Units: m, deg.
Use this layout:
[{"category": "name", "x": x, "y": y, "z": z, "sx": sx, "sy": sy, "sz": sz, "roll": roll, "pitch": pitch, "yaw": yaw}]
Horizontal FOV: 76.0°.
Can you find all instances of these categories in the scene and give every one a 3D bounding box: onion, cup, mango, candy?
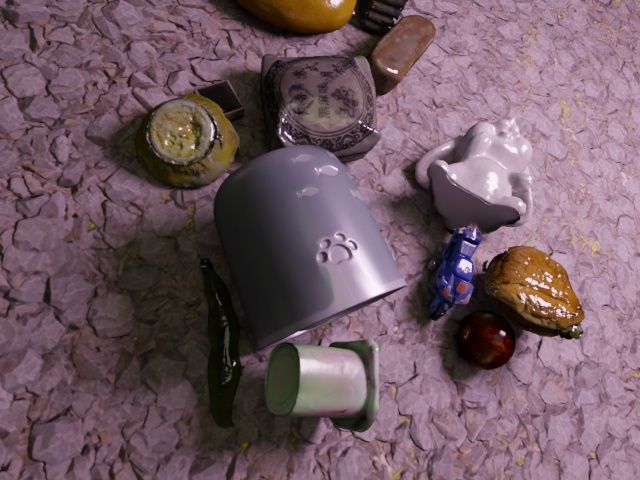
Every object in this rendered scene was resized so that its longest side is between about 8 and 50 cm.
[{"category": "onion", "x": 0.328, "y": 0.195, "z": 0.810, "sx": 0.118, "sy": 0.118, "sz": 0.117, "roll": 9, "pitch": 74, "yaw": -13}, {"category": "cup", "x": 0.000, "y": 0.000, "z": 0.727, "sx": 0.356, "sy": 0.259, "sz": 0.274, "roll": -10, "pitch": 72, "yaw": -51}, {"category": "mango", "x": -0.077, "y": -0.582, "z": 0.952, "sx": 0.331, "sy": 0.142, "sz": 0.195, "roll": 9, "pitch": 65, "yaw": -5}, {"category": "candy", "x": 0.183, "y": -0.450, "z": 0.994, "sx": 0.102, "sy": 0.104, "sz": 0.234, "roll": 38, "pitch": 66, "yaw": -6}]

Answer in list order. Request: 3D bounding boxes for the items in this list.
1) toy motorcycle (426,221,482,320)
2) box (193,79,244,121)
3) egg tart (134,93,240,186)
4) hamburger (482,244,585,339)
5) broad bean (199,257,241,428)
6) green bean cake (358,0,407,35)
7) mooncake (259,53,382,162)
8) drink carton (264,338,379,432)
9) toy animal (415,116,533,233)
[{"category": "toy motorcycle", "x": 0.272, "y": 0.064, "z": 0.833, "sx": 0.076, "sy": 0.114, "sz": 0.205, "roll": 25, "pitch": 67, "yaw": -5}, {"category": "box", "x": -0.210, "y": -0.288, "z": 0.861, "sx": 0.083, "sy": 0.035, "sz": 0.079, "roll": -28, "pitch": 81, "yaw": -22}, {"category": "egg tart", "x": -0.256, "y": -0.191, "z": 0.778, "sx": 0.197, "sy": 0.078, "sz": 0.197, "roll": 0, "pitch": 87, "yaw": -8}, {"category": "hamburger", "x": 0.423, "y": 0.097, "z": 0.821, "sx": 0.183, "sy": 0.130, "sz": 0.206, "roll": 23, "pitch": 26, "yaw": 3}, {"category": "broad bean", "x": -0.169, "y": 0.168, "z": 0.711, "sx": 0.060, "sy": 0.043, "sz": 0.297, "roll": -7, "pitch": 72, "yaw": -7}, {"category": "green bean cake", "x": 0.166, "y": -0.636, "z": 1.016, "sx": 0.094, "sy": 0.173, "sz": 0.181, "roll": 14, "pitch": 71, "yaw": -12}, {"category": "mooncake", "x": 0.003, "y": -0.283, "z": 0.867, "sx": 0.250, "sy": 0.136, "sz": 0.254, "roll": -4, "pitch": 72, "yaw": -13}, {"category": "drink carton", "x": -0.004, "y": 0.228, "z": 0.658, "sx": 0.142, "sy": 0.146, "sz": 0.144, "roll": 15, "pitch": 68, "yaw": -32}, {"category": "toy animal", "x": 0.362, "y": -0.134, "z": 0.901, "sx": 0.289, "sy": 0.174, "sz": 0.249, "roll": -29, "pitch": 69, "yaw": -21}]
